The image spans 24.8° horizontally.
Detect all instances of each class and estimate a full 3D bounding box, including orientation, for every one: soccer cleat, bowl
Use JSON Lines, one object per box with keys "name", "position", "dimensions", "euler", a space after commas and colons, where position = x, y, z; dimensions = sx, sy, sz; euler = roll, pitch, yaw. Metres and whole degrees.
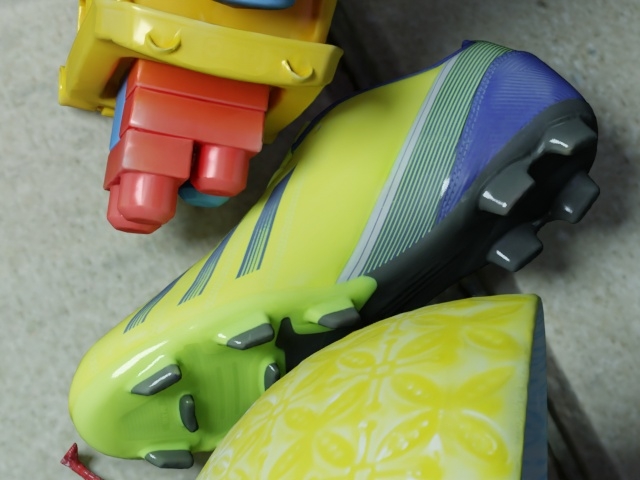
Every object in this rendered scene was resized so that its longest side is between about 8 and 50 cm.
{"name": "soccer cleat", "position": [0.001, 0.001, 0.684], "dimensions": [0.289, 0.093, 0.121], "euler": [-33, 52, -17]}
{"name": "bowl", "position": [0.001, 0.160, 0.538], "dimensions": [0.156, 0.289, 0.289], "euler": [2, 70, 11]}

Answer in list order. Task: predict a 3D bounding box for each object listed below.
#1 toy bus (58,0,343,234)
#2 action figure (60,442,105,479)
{"name": "toy bus", "position": [-0.046, -0.111, 0.631], "dimensions": [0.150, 0.220, 0.211], "euler": [12, 76, -15]}
{"name": "action figure", "position": [-0.072, 0.136, 0.639], "dimensions": [0.115, 0.030, 0.038], "euler": [36, 62, -2]}
